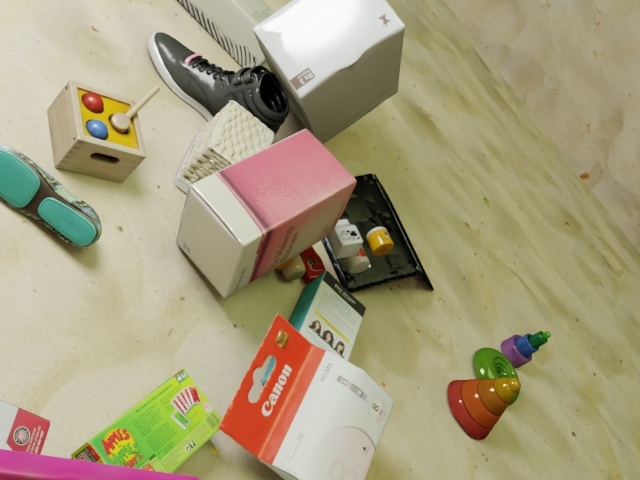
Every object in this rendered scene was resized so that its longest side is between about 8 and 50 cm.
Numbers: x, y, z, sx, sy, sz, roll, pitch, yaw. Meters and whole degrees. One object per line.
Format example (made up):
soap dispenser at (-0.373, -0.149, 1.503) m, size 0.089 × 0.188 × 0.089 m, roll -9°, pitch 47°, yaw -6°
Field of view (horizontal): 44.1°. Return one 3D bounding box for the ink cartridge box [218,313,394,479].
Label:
ink cartridge box at (-0.008, 0.242, 1.091) m, size 0.232 × 0.066 × 0.189 m, roll 49°, pitch 53°, yaw -32°

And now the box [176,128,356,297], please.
box at (-0.082, -0.043, 1.193) m, size 0.232 × 0.149 × 0.127 m, roll -32°, pitch 71°, yaw -34°

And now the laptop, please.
laptop at (0.099, 0.000, 1.573) m, size 0.264 × 0.136 × 0.234 m, roll -13°, pitch 66°, yaw -26°

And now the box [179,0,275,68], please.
box at (-0.193, -0.478, 1.603) m, size 0.275 × 0.094 × 0.113 m, roll 45°, pitch 34°, yaw -9°

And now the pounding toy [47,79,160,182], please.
pounding toy at (-0.312, -0.172, 1.168) m, size 0.141 × 0.100 × 0.130 m, roll 12°, pitch 50°, yaw -44°

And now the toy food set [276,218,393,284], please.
toy food set at (0.000, 0.000, 1.356) m, size 0.232 × 0.111 × 0.105 m, roll -10°, pitch 58°, yaw -24°

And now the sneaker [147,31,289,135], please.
sneaker at (-0.171, -0.290, 1.406) m, size 0.296 × 0.147 × 0.104 m, roll 47°, pitch 36°, yaw -4°

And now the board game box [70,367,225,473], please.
board game box at (-0.204, 0.241, 0.961) m, size 0.092 × 0.043 × 0.181 m, roll 52°, pitch 33°, yaw 2°

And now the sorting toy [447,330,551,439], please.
sorting toy at (0.380, 0.257, 1.565) m, size 0.127 × 0.126 × 0.365 m, roll 55°, pitch 34°, yaw 5°

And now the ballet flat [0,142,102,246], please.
ballet flat at (-0.370, -0.061, 1.045) m, size 0.188 × 0.070 × 0.070 m, roll 44°, pitch 34°, yaw -15°

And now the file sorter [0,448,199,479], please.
file sorter at (-0.257, 0.306, 0.617) m, size 0.202 × 0.290 × 0.182 m, roll 22°, pitch 45°, yaw -36°

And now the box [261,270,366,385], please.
box at (-0.005, 0.161, 1.254) m, size 0.100 × 0.060 × 0.244 m, roll 44°, pitch 34°, yaw -13°

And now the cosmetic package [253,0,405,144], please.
cosmetic package at (0.025, -0.328, 1.465) m, size 0.156 × 0.217 × 0.385 m, roll 56°, pitch -1°, yaw 8°

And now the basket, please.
basket at (-0.155, -0.139, 1.321) m, size 0.113 × 0.103 × 0.167 m, roll 37°, pitch 37°, yaw -19°

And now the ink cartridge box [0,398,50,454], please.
ink cartridge box at (-0.372, 0.208, 0.766) m, size 0.175 × 0.072 × 0.127 m, roll 33°, pitch 38°, yaw -26°
